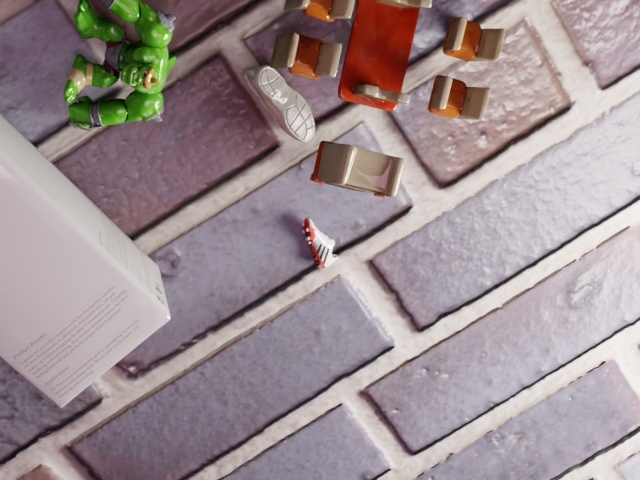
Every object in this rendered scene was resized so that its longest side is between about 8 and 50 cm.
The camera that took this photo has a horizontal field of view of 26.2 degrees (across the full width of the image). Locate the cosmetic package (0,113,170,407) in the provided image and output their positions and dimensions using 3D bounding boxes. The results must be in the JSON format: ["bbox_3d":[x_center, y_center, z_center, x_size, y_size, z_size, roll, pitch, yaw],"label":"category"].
[{"bbox_3d":[-0.378,0.008,1.694,0.197,0.155,0.365,-38,117,7],"label":"cosmetic package"}]

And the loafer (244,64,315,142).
[{"bbox_3d":[-0.052,-0.176,1.746,0.045,0.039,0.125,-52,128,-19],"label":"loafer"}]

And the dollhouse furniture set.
[{"bbox_3d":[0.063,-0.190,1.715,0.262,0.135,0.259,13,92,-18],"label":"dollhouse furniture set"}]

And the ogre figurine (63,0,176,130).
[{"bbox_3d":[-0.239,-0.220,1.652,0.118,0.097,0.197,12,98,1],"label":"ogre figurine"}]

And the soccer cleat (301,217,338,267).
[{"bbox_3d":[0.000,0.000,1.848,0.036,0.029,0.083,-26,122,-9],"label":"soccer cleat"}]
